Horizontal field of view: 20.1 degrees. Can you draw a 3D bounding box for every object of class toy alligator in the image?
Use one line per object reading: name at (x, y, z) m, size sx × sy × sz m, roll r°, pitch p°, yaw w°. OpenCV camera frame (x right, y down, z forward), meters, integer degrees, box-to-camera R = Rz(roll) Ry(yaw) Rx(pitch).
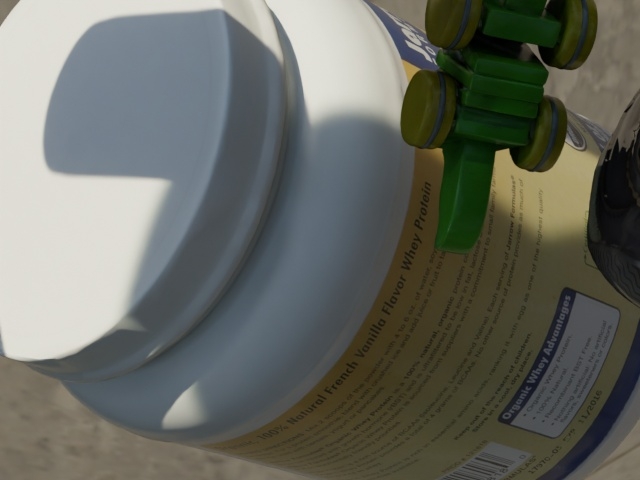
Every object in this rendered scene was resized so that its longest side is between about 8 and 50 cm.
toy alligator at (0.067, -0.089, 0.656) m, size 0.056 × 0.051 × 0.189 m, roll 9°, pitch 106°, yaw -17°

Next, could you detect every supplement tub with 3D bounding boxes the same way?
supplement tub at (0.000, 0.000, 0.874) m, size 0.228 × 0.316 × 0.228 m, roll -18°, pitch 62°, yaw 39°

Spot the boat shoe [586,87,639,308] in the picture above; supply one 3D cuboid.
boat shoe at (0.203, -0.093, 0.656) m, size 0.132 × 0.130 × 0.355 m, roll 22°, pitch 43°, yaw 23°
